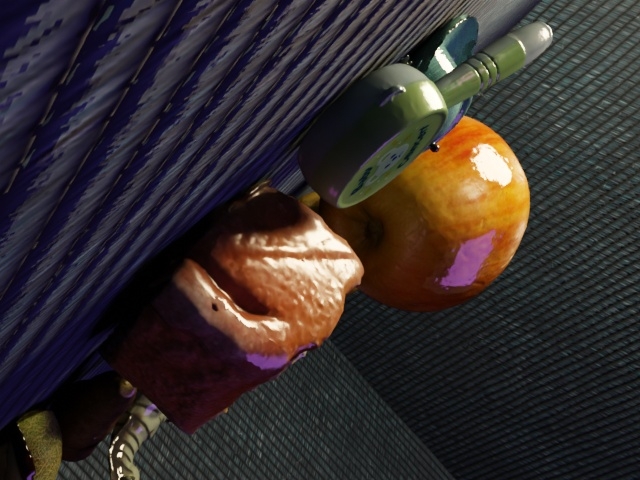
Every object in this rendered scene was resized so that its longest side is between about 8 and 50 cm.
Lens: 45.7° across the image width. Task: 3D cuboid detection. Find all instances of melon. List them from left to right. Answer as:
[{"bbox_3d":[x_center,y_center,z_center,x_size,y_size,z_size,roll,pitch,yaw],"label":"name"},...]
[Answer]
[{"bbox_3d":[-0.297,0.231,0.746,0.160,0.079,0.128,-42,179,21],"label":"melon"}]

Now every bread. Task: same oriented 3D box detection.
[{"bbox_3d":[-0.079,0.063,0.625,0.190,0.123,0.244,-45,-177,-39],"label":"bread"}]

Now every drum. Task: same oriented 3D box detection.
[{"bbox_3d":[0.091,-0.117,0.570,0.253,0.049,0.130,-38,168,-11],"label":"drum"}]

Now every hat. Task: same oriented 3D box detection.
[{"bbox_3d":[0.091,-0.118,0.706,0.191,0.078,0.138,-42,176,35],"label":"hat"}]

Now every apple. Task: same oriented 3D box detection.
[{"bbox_3d":[0.132,-0.041,1.024,0.233,0.286,0.286,-20,165,-42],"label":"apple"}]

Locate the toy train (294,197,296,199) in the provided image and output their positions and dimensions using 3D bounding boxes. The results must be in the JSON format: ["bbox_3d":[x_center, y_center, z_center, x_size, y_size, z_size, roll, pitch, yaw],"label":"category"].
[{"bbox_3d":[-0.052,-0.014,0.914,0.085,0.053,0.250,-34,-179,3],"label":"toy train"}]

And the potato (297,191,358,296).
[{"bbox_3d":[0.000,0.000,1.193,0.203,0.178,0.158,-28,168,14],"label":"potato"}]

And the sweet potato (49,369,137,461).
[{"bbox_3d":[-0.251,0.180,0.815,0.077,0.077,0.244,-43,176,-39],"label":"sweet potato"}]

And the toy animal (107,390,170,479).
[{"bbox_3d":[-0.198,0.184,0.889,0.176,0.073,0.217,-84,-166,-84],"label":"toy animal"}]
